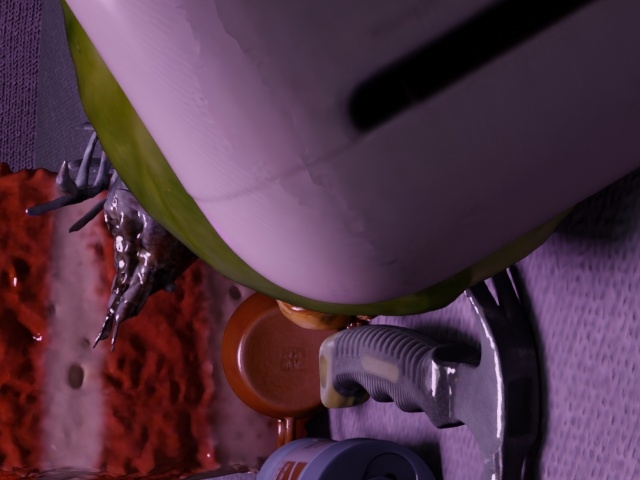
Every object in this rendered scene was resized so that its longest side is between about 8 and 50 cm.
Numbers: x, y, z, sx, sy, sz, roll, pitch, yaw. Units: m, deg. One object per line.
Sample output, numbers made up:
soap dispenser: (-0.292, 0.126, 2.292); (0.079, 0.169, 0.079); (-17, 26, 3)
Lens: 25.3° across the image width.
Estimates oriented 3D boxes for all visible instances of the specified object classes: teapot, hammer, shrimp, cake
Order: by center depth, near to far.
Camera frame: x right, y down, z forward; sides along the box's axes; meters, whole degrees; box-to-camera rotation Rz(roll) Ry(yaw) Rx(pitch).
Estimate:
hammer: (0.067, 0.090, 0.944); (0.226, 0.041, 0.159); (6, 97, 63)
shrimp: (-0.092, -0.111, 1.122); (0.221, 0.166, 0.410); (19, 70, 51)
teapot: (-0.028, 0.094, 1.165); (0.116, 0.116, 0.173); (-174, 84, -71)
cake: (-0.187, 0.095, 1.311); (0.269, 0.319, 0.270); (139, 132, -69)

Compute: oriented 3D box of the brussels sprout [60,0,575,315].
brussels sprout: (0.002, -0.150, 0.778); (0.315, 0.276, 0.371); (-134, 38, -56)

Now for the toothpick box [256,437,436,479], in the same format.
toothpick box: (0.016, 0.196, 1.053); (0.153, 0.101, 0.101); (158, 108, -70)

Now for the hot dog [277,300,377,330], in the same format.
hot dog: (0.000, 0.000, 1.109); (0.076, 0.102, 0.249); (50, -175, -31)

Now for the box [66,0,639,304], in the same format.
box: (0.025, -0.164, 0.558); (0.349, 0.288, 0.141); (58, -177, -18)
